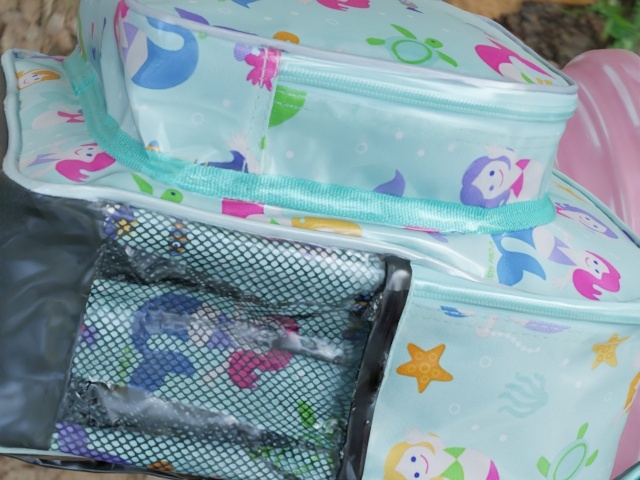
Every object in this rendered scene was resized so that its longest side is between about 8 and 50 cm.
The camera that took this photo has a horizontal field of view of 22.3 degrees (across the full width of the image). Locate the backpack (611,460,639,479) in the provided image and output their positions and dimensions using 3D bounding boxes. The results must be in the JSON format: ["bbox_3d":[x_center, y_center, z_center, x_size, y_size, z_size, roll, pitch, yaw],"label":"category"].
[{"bbox_3d":[0.129,0.132,0.404,0.166,0.144,0.188,-42,85,-12],"label":"backpack"}]

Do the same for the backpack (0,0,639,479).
[{"bbox_3d":[0.000,0.000,0.598,0.253,0.225,0.191,17,104,-16],"label":"backpack"}]

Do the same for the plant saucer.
[{"bbox_3d":[0.185,0.027,1.191,0.084,0.332,0.332,-2,104,-9],"label":"plant saucer"}]
